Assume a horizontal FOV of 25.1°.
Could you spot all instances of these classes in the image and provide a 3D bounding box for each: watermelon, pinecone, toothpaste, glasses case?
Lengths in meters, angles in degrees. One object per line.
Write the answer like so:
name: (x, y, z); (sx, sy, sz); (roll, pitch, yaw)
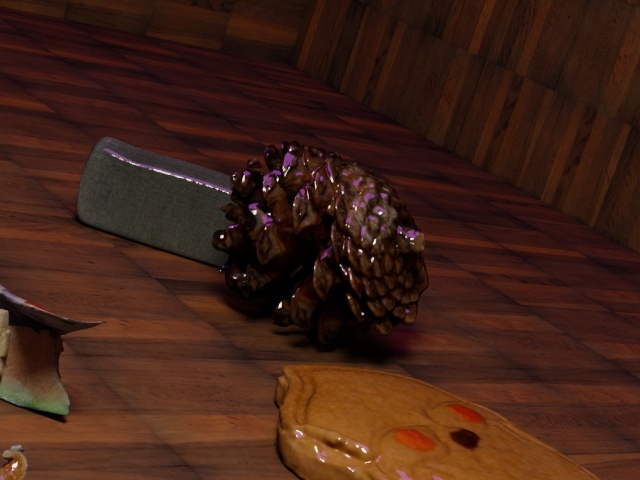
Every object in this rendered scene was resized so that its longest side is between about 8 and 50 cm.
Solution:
watermelon: (-0.320, 0.116, 1.481); (0.155, 0.080, 0.101); (8, 11, 2)
pinecone: (-0.005, 0.004, 1.922); (0.295, 0.242, 0.298); (25, -4, 31)
toothpaste: (-0.318, 0.072, 1.514); (0.075, 0.048, 0.301); (44, -21, -26)
glasses case: (-0.192, -0.044, 2.096); (0.323, 0.131, 0.074); (18, 24, -4)

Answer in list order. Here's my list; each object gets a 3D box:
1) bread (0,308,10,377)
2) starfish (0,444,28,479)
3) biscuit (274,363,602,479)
bread: (-0.386, 0.102, 1.390); (0.152, 0.077, 0.105); (6, 12, -1)
starfish: (-0.338, 0.215, 1.144); (0.295, 0.048, 0.231); (14, 25, -8)
biscuit: (0.146, 0.247, 1.592); (0.455, 0.078, 0.349); (25, 12, 26)
